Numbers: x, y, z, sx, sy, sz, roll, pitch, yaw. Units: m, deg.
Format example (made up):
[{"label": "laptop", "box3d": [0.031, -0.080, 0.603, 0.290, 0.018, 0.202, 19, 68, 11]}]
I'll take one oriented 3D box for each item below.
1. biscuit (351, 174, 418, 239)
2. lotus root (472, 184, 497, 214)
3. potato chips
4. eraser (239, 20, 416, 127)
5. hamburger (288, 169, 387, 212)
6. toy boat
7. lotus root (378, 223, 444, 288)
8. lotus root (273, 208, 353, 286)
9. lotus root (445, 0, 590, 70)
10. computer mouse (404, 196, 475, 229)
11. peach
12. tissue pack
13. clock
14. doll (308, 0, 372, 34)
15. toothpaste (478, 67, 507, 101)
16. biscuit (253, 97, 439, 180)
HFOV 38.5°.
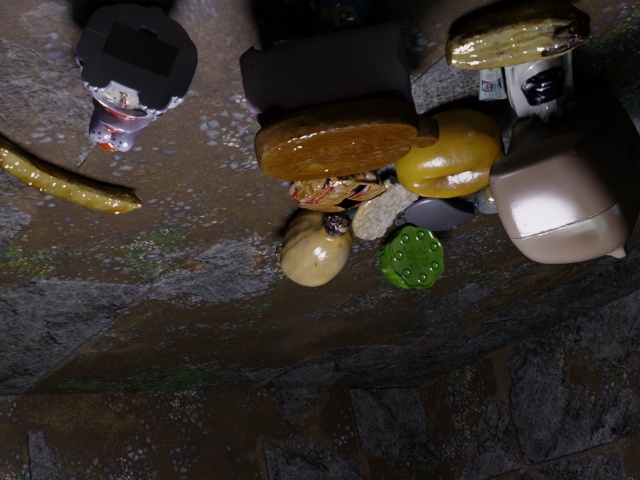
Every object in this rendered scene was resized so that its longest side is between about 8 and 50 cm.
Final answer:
[{"label": "biscuit", "box3d": [0.157, -0.082, 2.250, 0.188, 0.040, 0.265, -26, 156, -21]}, {"label": "lotus root", "box3d": [0.436, -0.106, 2.357, 0.088, 0.088, 0.165, -9, 168, -8]}, {"label": "potato chips", "box3d": [-0.522, -0.122, 1.839, 0.080, 0.057, 0.407, -34, 152, 17]}, {"label": "eraser", "box3d": [0.029, -0.250, 1.603, 0.272, 0.122, 0.359, -7, 173, 6]}, {"label": "hamburger", "box3d": [0.036, -0.134, 2.047, 0.231, 0.106, 0.231, -10, 166, -3]}, {"label": "toy boat", "box3d": [0.437, -0.305, 1.793, 0.141, 0.140, 0.269, -16, 146, 11]}, {"label": "lotus root", "box3d": [0.229, 0.053, 2.562, 0.186, 0.186, 0.186, -10, 158, -4]}, {"label": "lotus root", "box3d": [0.000, 0.000, 2.249, 0.183, 0.182, 0.310, -2, 156, -24]}, {"label": "lotus root", "box3d": [0.348, -0.368, 1.635, 0.258, 0.097, 0.110, -8, 125, 14]}, {"label": "computer mouse", "box3d": [0.317, -0.067, 2.415, 0.120, 0.057, 0.232, -26, 154, 32]}, {"label": "peach", "box3d": [0.280, -0.183, 1.989, 0.251, 0.153, 0.251, -15, 153, -8]}, {"label": "tissue pack", "box3d": [0.522, -0.123, 1.893, 0.267, 0.277, 0.387, -17, -159, 33]}, {"label": "clock", "box3d": [-0.316, -0.250, 1.505, 0.189, 0.188, 0.254, -3, 163, -22]}, {"label": "doll", "box3d": [0.035, -0.368, 1.488, 0.114, 0.085, 0.152, 15, 164, -10]}, {"label": "toothpaste", "box3d": [0.337, -0.327, 1.811, 0.060, 0.038, 0.233, -12, 162, 9]}, {"label": "biscuit", "box3d": [0.045, -0.172, 1.541, 0.314, 0.063, 0.367, -11, 172, -3]}]
